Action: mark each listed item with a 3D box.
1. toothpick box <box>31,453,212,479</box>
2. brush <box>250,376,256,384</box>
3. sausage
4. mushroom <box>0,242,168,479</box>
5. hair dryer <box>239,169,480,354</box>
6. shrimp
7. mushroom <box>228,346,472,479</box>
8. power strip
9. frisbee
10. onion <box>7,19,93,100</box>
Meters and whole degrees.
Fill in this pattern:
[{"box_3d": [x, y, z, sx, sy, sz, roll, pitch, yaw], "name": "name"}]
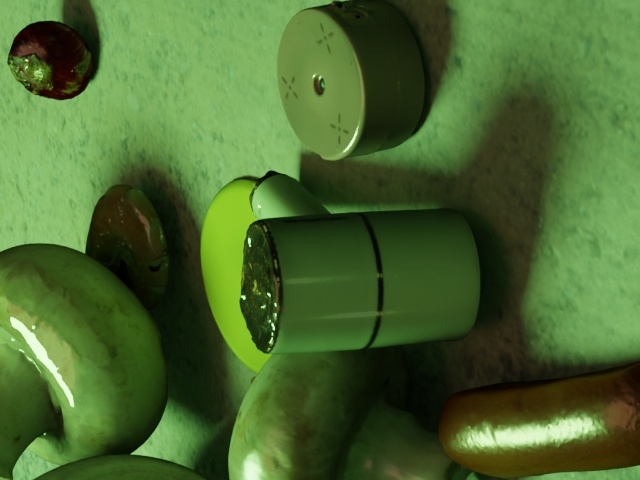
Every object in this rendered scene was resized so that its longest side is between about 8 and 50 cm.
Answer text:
[{"box_3d": [-0.248, 0.480, 2.122, 0.409, 0.409, 0.425, 56, 143, 25], "name": "toothpick box"}, {"box_3d": [-0.060, 0.239, 2.093, 0.043, 0.014, 0.170, -2, 101, 54], "name": "brush"}, {"box_3d": [0.209, 0.161, 1.601, 0.300, 0.083, 0.089, -17, 76, 56], "name": "sausage"}, {"box_3d": [-0.338, 0.159, 2.161, 0.297, 0.290, 0.298, 30, 141, 28], "name": "mushroom"}, {"box_3d": [0.000, 0.000, 1.786, 0.362, 0.203, 0.128, -133, 43, -64], "name": "hair dryer"}, {"box_3d": [-0.246, 0.031, 2.246, 0.145, 0.061, 0.267, 56, 141, 11], "name": "shrimp"}, {"box_3d": [0.036, 0.202, 1.774, 0.243, 0.243, 0.244, 27, 124, 48], "name": "mushroom"}, {"box_3d": [0.029, -0.157, 1.742, 0.154, 0.078, 0.154, 25, 121, 52], "name": "power strip"}, {"box_3d": [-0.070, 0.046, 2.025, 0.236, 0.017, 0.236, 28, 125, 49], "name": "frisbee"}, {"box_3d": [-0.331, -0.223, 2.239, 0.107, 0.097, 0.107, 13, 138, 12], "name": "onion"}]
